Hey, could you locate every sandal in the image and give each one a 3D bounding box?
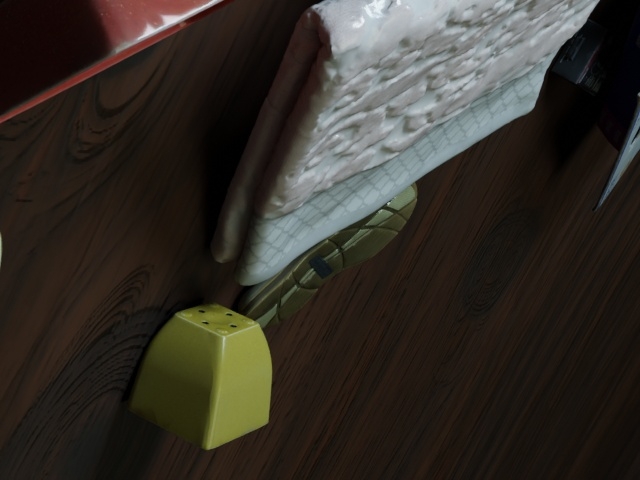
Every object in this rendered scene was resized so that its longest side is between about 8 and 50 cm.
[{"bbox_3d":[0.000,0.000,1.229,0.180,0.049,0.072,-39,149,-4],"label":"sandal"}]

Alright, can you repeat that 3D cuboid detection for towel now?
[{"bbox_3d":[0.086,-0.121,1.070,0.332,0.053,0.317,-32,164,-29],"label":"towel"}]

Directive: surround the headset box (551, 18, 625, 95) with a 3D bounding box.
[{"bbox_3d":[0.265,-0.183,1.516,0.062,0.032,0.083,-61,155,9],"label":"headset box"}]

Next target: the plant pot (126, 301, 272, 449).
[{"bbox_3d":[-0.084,0.094,1.143,0.081,0.081,0.083,-15,123,-56],"label":"plant pot"}]

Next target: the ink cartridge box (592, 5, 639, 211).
[{"bbox_3d":[0.367,-0.220,1.558,0.330,0.071,0.324,-51,167,-14],"label":"ink cartridge box"}]

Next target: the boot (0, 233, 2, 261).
[{"bbox_3d":[-0.261,0.049,0.748,0.213,0.077,0.165,-53,154,-2],"label":"boot"}]

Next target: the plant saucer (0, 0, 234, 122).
[{"bbox_3d":[-0.088,-0.119,0.747,0.258,0.048,0.259,-18,-166,49],"label":"plant saucer"}]
